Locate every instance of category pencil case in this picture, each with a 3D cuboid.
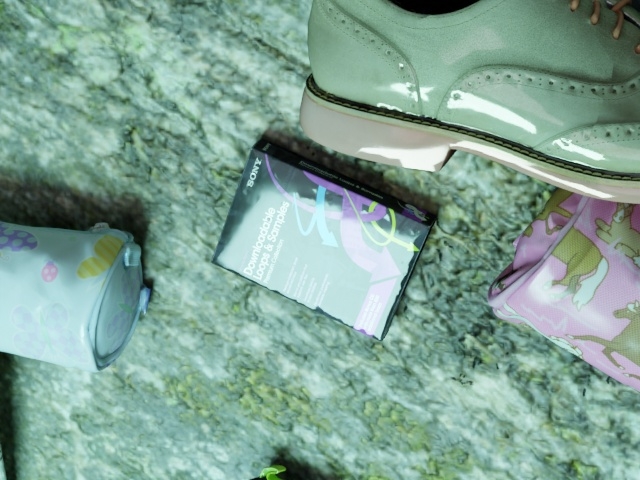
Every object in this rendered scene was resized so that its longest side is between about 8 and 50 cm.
[{"bbox_3d":[0.318,0.088,1.097,0.386,0.167,0.160,33,137,2],"label":"pencil case"},{"bbox_3d":[-0.290,0.029,1.286,0.273,0.113,0.124,11,105,12],"label":"pencil case"}]

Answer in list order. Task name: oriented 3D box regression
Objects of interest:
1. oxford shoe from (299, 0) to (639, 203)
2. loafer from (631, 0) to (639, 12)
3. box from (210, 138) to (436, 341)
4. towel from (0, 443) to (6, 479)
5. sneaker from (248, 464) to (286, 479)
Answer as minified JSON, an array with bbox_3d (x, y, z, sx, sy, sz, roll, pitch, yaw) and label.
[{"bbox_3d":[0.176,-0.120,1.010,0.397,0.140,0.146,6,117,11],"label":"oxford shoe"},{"bbox_3d":[0.233,-0.209,1.075,0.061,0.062,0.170,-15,114,-12],"label":"loafer"},{"bbox_3d":[0.000,0.000,1.235,0.162,0.029,0.116,24,115,8],"label":"box"},{"bbox_3d":[-0.437,0.169,1.378,0.312,0.056,0.324,13,134,14],"label":"towel"},{"bbox_3d":[-0.065,0.301,1.359,0.097,0.084,0.235,40,118,26],"label":"sneaker"}]
